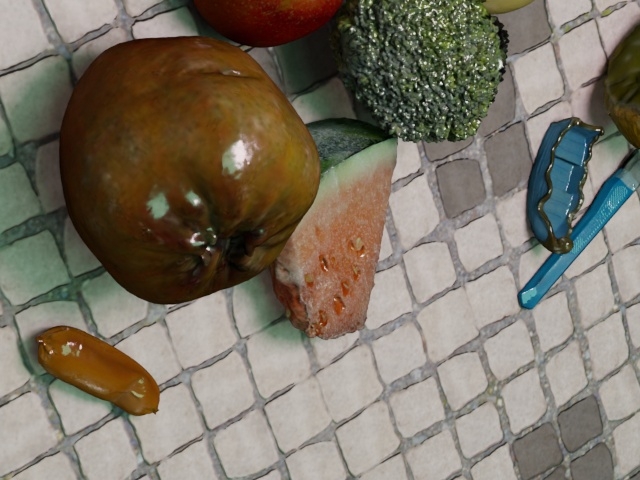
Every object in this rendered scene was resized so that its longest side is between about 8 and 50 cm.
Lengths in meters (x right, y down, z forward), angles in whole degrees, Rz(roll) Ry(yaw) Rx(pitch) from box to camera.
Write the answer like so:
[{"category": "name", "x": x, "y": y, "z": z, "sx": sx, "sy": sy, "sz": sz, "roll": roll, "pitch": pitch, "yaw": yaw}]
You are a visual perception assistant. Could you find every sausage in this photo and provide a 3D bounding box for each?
[{"category": "sausage", "x": -0.250, "y": 0.145, "z": 1.666, "sx": 0.183, "sy": 0.054, "sz": 0.062, "roll": 32, "pitch": 113, "yaw": -35}]

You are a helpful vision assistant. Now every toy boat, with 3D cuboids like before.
[{"category": "toy boat", "x": 0.332, "y": -0.074, "z": 1.990, "sx": 0.075, "sy": 0.077, "sz": 0.185, "roll": 20, "pitch": 87, "yaw": -35}]

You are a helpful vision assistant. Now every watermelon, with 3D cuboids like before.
[{"category": "watermelon", "x": 0.000, "y": 0.000, "z": 1.771, "sx": 0.193, "sy": 0.140, "sz": 0.257, "roll": -23, "pitch": 120, "yaw": -33}]

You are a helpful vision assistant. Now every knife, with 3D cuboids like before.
[{"category": "knife", "x": 0.370, "y": -0.018, "z": 2.058, "sx": 0.296, "sy": 0.026, "sz": 0.044, "roll": -47, "pitch": 117, "yaw": -14}]

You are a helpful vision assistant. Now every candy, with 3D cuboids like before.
[{"category": "candy", "x": 0.500, "y": -0.224, "z": 1.965, "sx": 0.118, "sy": 0.260, "sz": 0.260, "roll": 42, "pitch": 75, "yaw": -29}]

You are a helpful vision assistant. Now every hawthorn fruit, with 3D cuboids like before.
[{"category": "hawthorn fruit", "x": -0.155, "y": -0.093, "z": 1.570, "sx": 0.267, "sy": 0.301, "sz": 0.268, "roll": -18, "pitch": 141, "yaw": -15}]

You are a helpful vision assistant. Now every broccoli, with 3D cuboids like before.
[{"category": "broccoli", "x": 0.117, "y": -0.219, "z": 1.695, "sx": 0.226, "sy": 0.198, "sz": 0.176, "roll": 30, "pitch": 38, "yaw": -56}]

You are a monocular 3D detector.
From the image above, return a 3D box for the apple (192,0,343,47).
[{"category": "apple", "x": -0.056, "y": -0.301, "z": 1.645, "sx": 0.181, "sy": 0.168, "sz": 0.181, "roll": -11, "pitch": 108, "yaw": -36}]

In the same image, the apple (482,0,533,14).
[{"category": "apple", "x": 0.202, "y": -0.403, "z": 1.745, "sx": 0.262, "sy": 0.262, "sz": 0.262, "roll": -6, "pitch": 102, "yaw": -32}]
